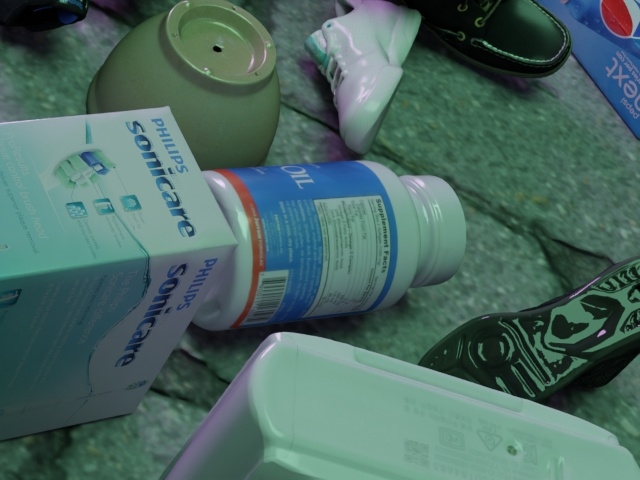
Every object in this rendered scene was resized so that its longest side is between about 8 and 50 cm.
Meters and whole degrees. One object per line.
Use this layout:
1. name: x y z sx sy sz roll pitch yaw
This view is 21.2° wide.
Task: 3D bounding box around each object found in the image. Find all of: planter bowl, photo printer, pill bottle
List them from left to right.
1. planter bowl: -0.100 -0.131 1.413 0.162 0.109 0.162 15 47 -17
2. pill bottle: 0.000 0.000 1.347 0.221 0.124 0.124 -5 56 -34
3. photo printer: 0.012 0.199 1.050 0.256 0.307 0.107 19 47 -19

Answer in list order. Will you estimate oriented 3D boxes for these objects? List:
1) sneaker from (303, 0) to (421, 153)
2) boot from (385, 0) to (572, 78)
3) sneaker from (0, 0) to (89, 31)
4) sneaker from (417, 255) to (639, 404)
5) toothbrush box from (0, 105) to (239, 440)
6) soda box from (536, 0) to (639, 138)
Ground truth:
1. sneaker: 0.027 -0.155 1.537 0.094 0.080 0.212 23 35 -4
2. boot: 0.132 -0.238 1.584 0.236 0.178 0.085 31 84 4
3. sneaker: -0.193 -0.248 1.396 0.079 0.217 0.121 15 49 -43
4. sneaker: 0.183 0.096 1.407 0.227 0.130 0.087 -25 70 -11
5. toothbrush box: -0.234 0.036 1.118 0.295 0.216 0.126 -9 58 -34
6. soda box: 0.300 -0.208 1.732 0.067 0.071 0.210 -16 62 -38
